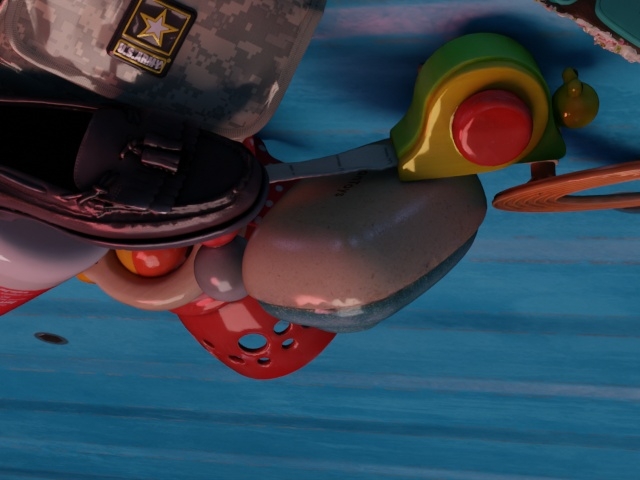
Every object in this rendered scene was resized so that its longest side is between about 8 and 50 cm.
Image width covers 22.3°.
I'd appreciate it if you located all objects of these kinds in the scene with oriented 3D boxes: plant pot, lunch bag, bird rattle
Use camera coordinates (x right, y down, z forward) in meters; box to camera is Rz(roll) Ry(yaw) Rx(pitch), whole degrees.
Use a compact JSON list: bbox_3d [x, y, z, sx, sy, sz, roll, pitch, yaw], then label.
[{"bbox_3d":[-0.084,0.037,1.804,0.191,0.191,0.174,-5,151,34],"label":"plant pot"},{"bbox_3d":[-0.155,-0.171,1.351,0.235,0.169,0.287,22,148,-17],"label":"lunch bag"},{"bbox_3d":[-0.153,-0.027,1.680,0.253,0.207,0.143,16,178,12],"label":"bird rattle"}]

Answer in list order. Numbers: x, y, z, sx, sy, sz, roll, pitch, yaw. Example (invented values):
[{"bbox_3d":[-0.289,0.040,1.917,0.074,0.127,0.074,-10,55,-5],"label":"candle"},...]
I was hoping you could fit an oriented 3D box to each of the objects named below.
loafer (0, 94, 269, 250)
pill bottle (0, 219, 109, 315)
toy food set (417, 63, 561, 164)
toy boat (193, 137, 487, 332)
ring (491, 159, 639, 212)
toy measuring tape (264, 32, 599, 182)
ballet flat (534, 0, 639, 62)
[{"bbox_3d":[-0.192,-0.063,1.282,0.303,0.109,0.095,6,149,20],"label":"loafer"},{"bbox_3d":[-0.394,-0.012,1.604,0.229,0.229,0.408,27,143,-36],"label":"pill bottle"},{"bbox_3d":[0.161,-0.102,1.539,0.132,0.038,0.192,4,158,17],"label":"toy food set"},{"bbox_3d":[0.000,0.000,1.505,0.318,0.267,0.148,6,121,38],"label":"toy boat"},{"bbox_3d":[0.318,-0.063,1.436,0.337,0.032,0.336,-5,175,-1],"label":"ring"},{"bbox_3d":[0.077,-0.113,1.392,0.330,0.121,0.121,-6,159,-3],"label":"toy measuring tape"},{"bbox_3d":[0.186,-0.204,1.225,0.241,0.091,0.077,35,173,-39],"label":"ballet flat"}]
